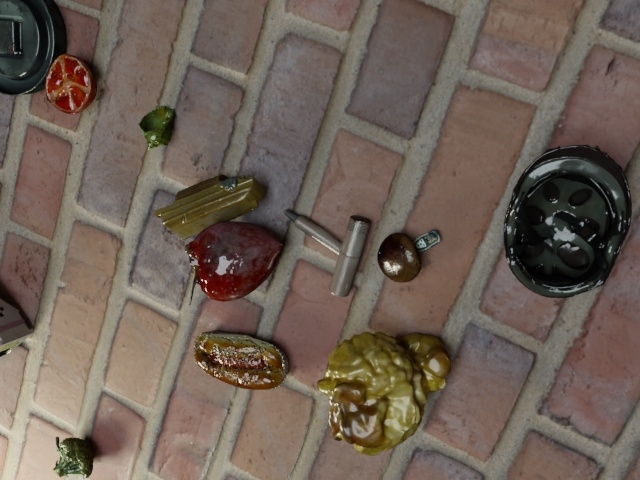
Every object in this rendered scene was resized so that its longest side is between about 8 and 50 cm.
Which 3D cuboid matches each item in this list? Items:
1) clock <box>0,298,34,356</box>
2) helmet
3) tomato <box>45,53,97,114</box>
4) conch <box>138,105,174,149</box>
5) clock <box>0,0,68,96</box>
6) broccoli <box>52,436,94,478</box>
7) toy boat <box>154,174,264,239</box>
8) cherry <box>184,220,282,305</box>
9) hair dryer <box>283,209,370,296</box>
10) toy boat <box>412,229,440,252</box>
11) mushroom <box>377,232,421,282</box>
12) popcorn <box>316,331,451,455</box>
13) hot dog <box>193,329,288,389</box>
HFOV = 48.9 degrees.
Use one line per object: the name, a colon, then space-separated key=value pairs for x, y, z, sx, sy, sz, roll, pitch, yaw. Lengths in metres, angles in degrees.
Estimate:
clock: x=-1.047 y=0.220 z=2.089 sx=0.235 sy=0.166 sz=0.310 roll=-36 pitch=85 yaw=24
helmet: x=0.489 y=-0.042 z=1.416 sx=0.224 sy=0.177 sz=0.306 roll=17 pitch=99 yaw=12
tomato: x=-0.642 y=-0.408 z=1.852 sx=0.155 sy=0.069 sz=0.156 roll=4 pitch=100 yaw=24
conch: x=-0.415 y=-0.287 z=1.781 sx=0.089 sy=0.074 sz=0.121 roll=25 pitch=87 yaw=-23
clock: x=-0.823 y=-0.547 z=1.900 sx=0.312 sy=0.061 sz=0.313 roll=5 pitch=102 yaw=21
broccoli: x=-0.728 y=0.642 z=2.073 sx=0.130 sy=0.120 sz=0.131 roll=20 pitch=142 yaw=37
toy boat: x=-0.281 y=-0.096 z=1.754 sx=0.310 sy=0.089 sz=0.115 roll=-22 pitch=55 yaw=24
cherry: x=-0.204 y=0.045 z=1.709 sx=0.249 sy=0.175 sz=0.192 roll=-19 pitch=62 yaw=17
hair dryer: x=-0.006 y=0.010 z=1.690 sx=0.220 sy=0.053 sz=0.195 roll=21 pitch=108 yaw=18
toy boat: x=0.235 y=0.006 z=1.602 sx=0.083 sy=0.038 sz=0.038 roll=-33 pitch=88 yaw=24
mushroom: x=0.178 y=0.042 z=1.609 sx=0.123 sy=0.052 sz=0.123 roll=27 pitch=128 yaw=40
popcorn: x=0.140 y=0.326 z=1.618 sx=0.332 sy=0.225 sz=0.265 roll=-38 pitch=97 yaw=2
hot dog: x=-0.207 y=0.311 z=1.820 sx=0.267 sy=0.075 sz=0.144 roll=7 pitch=101 yaw=18
